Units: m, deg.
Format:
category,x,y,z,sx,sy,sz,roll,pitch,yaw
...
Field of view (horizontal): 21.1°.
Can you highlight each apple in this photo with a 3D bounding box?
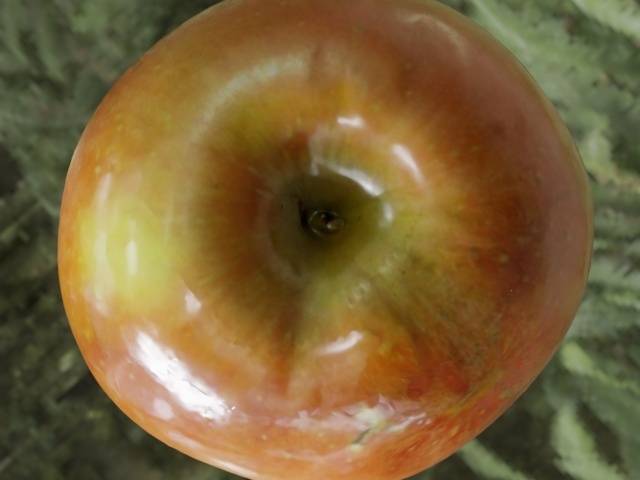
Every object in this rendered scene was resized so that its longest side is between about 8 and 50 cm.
category,x,y,z,sx,sy,sz,roll,pitch,yaw
apple,0.000,0.000,0.533,0.163,0.163,0.139,48,177,4
